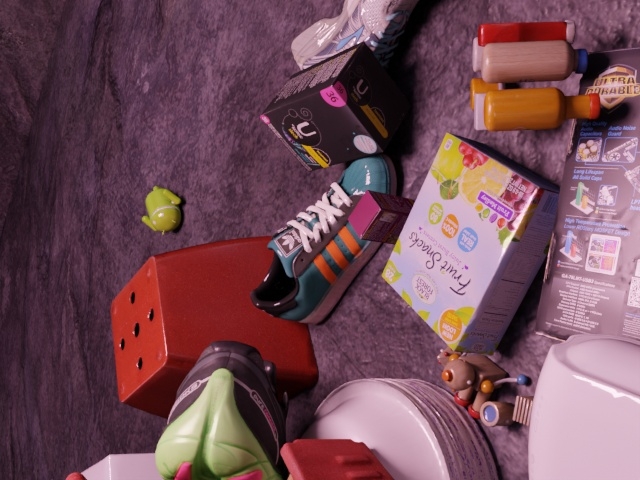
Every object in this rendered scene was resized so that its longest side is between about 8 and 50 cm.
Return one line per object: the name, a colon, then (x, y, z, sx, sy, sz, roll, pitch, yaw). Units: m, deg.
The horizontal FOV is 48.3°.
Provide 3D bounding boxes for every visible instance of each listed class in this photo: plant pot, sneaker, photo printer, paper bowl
plant pot: (-0.196, 0.151, 1.179, 0.267, 0.235, 0.267, -41, 52, 41)
sneaker: (0.077, -0.293, 1.039, 0.283, 0.110, 0.122, -28, 79, 50)
photo printer: (0.299, 0.221, 0.562, 0.307, 0.107, 0.256, 19, 119, 53)
paper bowl: (0.067, 0.312, 0.871, 0.284, 0.148, 0.284, -14, 71, 50)
sneaker: (0.000, 0.000, 1.042, 0.302, 0.121, 0.108, -61, 40, 23)
sneaker: (-0.107, 0.273, 0.999, 0.483, 0.185, 0.202, 104, 178, -63)

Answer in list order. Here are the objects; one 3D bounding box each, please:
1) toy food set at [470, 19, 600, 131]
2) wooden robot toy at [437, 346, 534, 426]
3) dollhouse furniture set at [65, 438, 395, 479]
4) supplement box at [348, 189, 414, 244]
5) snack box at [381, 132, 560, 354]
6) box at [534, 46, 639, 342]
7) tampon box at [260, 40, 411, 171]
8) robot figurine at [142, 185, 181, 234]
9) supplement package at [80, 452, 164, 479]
toy food set: (0.221, -0.175, 0.765, 0.232, 0.104, 0.111, -56, -36, -76)
wooden robot toy: (0.171, 0.167, 0.815, 0.173, 0.079, 0.076, 37, 112, 50)
dollhouse furniture set: (-0.103, 0.316, 0.666, 0.152, 0.374, 0.201, 46, 120, 51)
supplement box: (0.088, -0.029, 0.961, 0.055, 0.083, 0.043, -56, 44, 29)
snack box: (0.176, 0.001, 0.843, 0.174, 0.070, 0.207, 47, 121, 53)
box: (0.347, -0.027, 0.625, 0.295, 0.073, 0.293, 11, 91, 54)
tampon box: (0.021, -0.185, 1.019, 0.161, 0.120, 0.101, -10, 41, 50)
robot figurine: (-0.342, -0.066, 1.558, 0.101, 0.067, 0.115, -44, 49, 23)
supplement package: (-0.345, 0.523, 1.332, 0.262, 0.198, 0.199, -37, 54, 44)
